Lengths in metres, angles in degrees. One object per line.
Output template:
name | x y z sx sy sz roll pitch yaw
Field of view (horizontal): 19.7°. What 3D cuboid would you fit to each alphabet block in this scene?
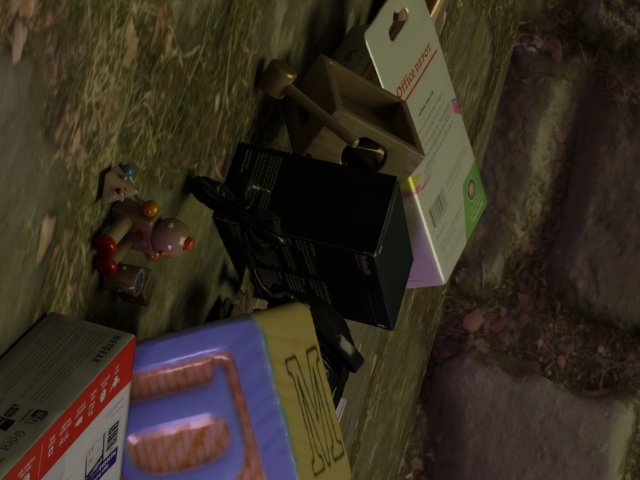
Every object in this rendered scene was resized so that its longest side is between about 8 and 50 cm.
alphabet block | -0.098 0.172 1.704 0.197 0.192 0.193 -8 85 -76

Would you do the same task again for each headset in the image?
headset | -0.082 0.118 1.937 0.243 0.185 0.394 -32 146 -35

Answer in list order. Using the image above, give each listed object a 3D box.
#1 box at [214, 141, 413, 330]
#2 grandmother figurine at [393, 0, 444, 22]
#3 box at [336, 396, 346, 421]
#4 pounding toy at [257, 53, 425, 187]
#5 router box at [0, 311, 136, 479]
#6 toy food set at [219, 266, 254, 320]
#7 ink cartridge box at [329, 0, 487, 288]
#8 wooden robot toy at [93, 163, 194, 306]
box | 0.000 0.000 2.085 0.261 0.184 0.103 74 34 -68
grandmother figurine | 0.106 -0.250 2.483 0.208 0.104 0.342 23 79 -69
box | -0.060 0.368 2.401 0.232 0.058 0.322 123 -11 -69
pounding toy | 0.005 -0.122 2.054 0.094 0.206 0.181 -51 -152 24
router box | -0.259 0.261 1.462 0.335 0.082 0.301 -53 154 -61
toy food set | -0.115 0.130 2.091 0.132 0.038 0.192 81 20 -78
ink cartridge box | 0.086 -0.138 2.297 0.207 0.119 0.354 -57 136 -50
wooden robot toy | -0.153 0.007 1.648 0.173 0.079 0.076 91 18 -45
